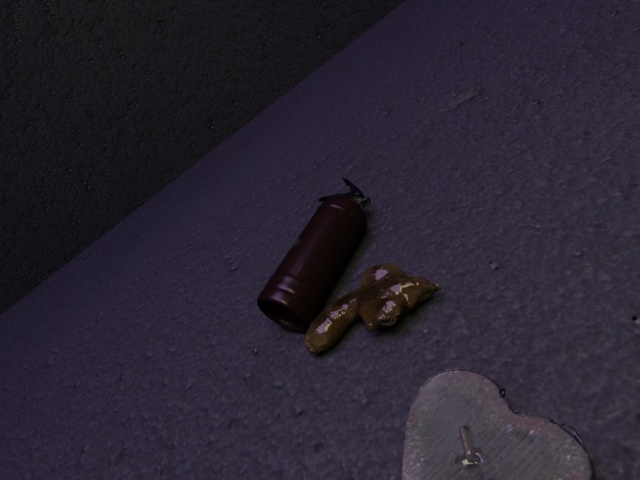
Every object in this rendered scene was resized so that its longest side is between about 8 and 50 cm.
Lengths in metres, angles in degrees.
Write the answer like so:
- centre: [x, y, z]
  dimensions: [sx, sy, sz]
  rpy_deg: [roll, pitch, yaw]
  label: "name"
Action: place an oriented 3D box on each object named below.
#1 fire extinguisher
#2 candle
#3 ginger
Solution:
- centre: [0.000, 0.000, 0.843]
  dimensions: [0.138, 0.102, 0.344]
  rpy_deg: [4, 50, 38]
  label: "fire extinguisher"
- centre: [0.149, 0.222, 0.429]
  dimensions: [0.168, 0.068, 0.192]
  rpy_deg: [-40, 29, -10]
  label: "candle"
- centre: [0.066, 0.106, 0.680]
  dimensions: [0.214, 0.059, 0.133]
  rpy_deg: [-38, 26, -3]
  label: "ginger"
